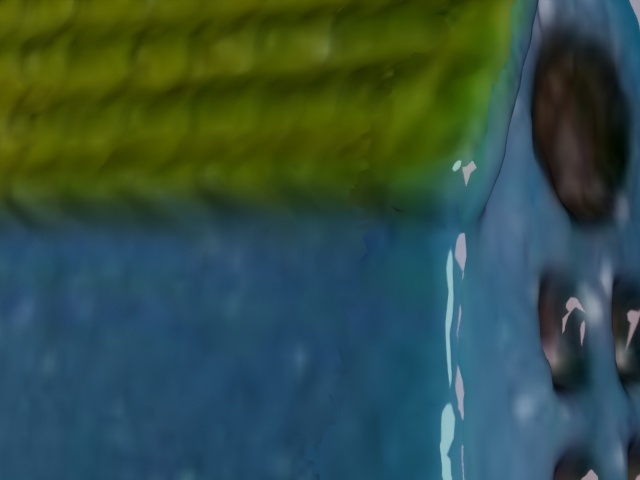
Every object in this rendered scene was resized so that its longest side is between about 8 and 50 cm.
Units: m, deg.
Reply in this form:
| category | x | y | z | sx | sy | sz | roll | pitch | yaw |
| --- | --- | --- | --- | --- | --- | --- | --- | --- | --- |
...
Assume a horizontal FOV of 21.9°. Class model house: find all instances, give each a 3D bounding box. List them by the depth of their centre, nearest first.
| category | x | y | z | sx | sy | sz | roll | pitch | yaw |
| --- | --- | --- | --- | --- | --- | --- | --- | --- | --- |
| model house | 0.000 | 0.000 | 0.580 | 0.215 | 0.237 | 0.303 | -5 | 93 | -54 |
